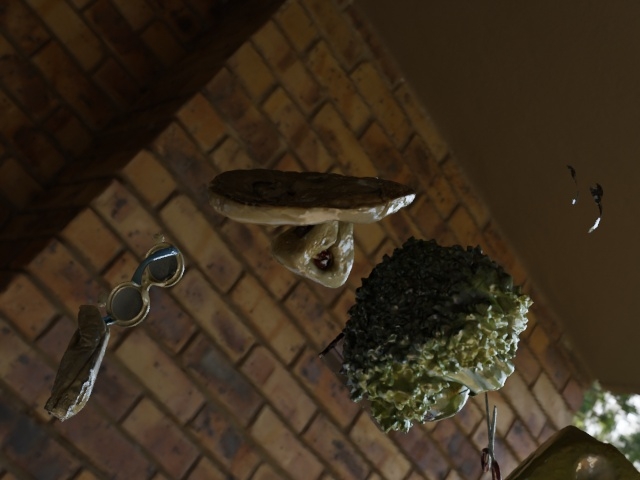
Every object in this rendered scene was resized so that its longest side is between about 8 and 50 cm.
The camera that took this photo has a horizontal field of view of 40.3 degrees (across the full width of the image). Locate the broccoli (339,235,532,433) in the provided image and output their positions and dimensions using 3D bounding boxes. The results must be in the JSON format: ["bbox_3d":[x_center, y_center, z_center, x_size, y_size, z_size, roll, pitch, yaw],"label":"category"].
[{"bbox_3d":[0.206,0.148,1.467,0.348,0.293,0.281,-30,-61,30],"label":"broccoli"}]

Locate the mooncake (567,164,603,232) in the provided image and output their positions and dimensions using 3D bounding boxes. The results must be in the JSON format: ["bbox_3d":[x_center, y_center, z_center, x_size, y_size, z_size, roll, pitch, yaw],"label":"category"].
[{"bbox_3d":[0.327,-0.180,0.946,0.057,0.150,0.346,22,-44,21],"label":"mooncake"}]

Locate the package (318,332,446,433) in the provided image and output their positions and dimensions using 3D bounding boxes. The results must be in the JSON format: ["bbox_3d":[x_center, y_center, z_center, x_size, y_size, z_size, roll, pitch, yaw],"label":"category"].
[{"bbox_3d":[0.151,0.214,1.674,0.204,0.251,0.062,50,2,1],"label":"package"}]

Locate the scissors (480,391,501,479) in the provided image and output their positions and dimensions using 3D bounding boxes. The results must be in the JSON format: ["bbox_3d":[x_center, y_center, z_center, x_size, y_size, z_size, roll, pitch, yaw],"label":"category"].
[{"bbox_3d":[0.452,0.531,2.318,0.144,0.017,0.247,-117,-158,-72],"label":"scissors"}]

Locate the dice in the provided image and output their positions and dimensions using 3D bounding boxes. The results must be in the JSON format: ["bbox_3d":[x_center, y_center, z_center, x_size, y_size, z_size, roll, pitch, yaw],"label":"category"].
[{"bbox_3d":[0.350,0.420,1.223,0.233,0.227,0.238,46,-15,17],"label":"dice"}]

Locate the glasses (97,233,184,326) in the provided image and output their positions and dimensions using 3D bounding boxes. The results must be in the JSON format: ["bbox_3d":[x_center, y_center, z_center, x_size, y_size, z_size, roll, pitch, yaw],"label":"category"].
[{"bbox_3d":[-0.318,0.103,1.505,0.088,0.189,0.220,41,11,-14],"label":"glasses"}]

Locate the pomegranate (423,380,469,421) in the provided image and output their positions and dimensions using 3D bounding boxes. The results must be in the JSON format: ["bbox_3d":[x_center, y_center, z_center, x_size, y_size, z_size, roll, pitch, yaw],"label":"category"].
[{"bbox_3d":[0.226,0.268,1.800,0.180,0.209,0.180,14,-31,8],"label":"pomegranate"}]

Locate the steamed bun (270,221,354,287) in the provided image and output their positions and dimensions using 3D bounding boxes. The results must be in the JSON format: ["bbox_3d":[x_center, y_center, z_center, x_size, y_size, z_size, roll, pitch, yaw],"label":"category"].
[{"bbox_3d":[0.000,0.000,1.826,0.172,0.155,0.141,22,8,-34],"label":"steamed bun"}]

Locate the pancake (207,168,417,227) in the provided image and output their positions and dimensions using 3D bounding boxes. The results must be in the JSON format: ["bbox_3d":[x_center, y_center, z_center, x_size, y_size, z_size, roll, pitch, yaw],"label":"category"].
[{"bbox_3d":[-0.017,-0.077,1.573,0.387,0.387,0.082,10,-73,40],"label":"pancake"}]

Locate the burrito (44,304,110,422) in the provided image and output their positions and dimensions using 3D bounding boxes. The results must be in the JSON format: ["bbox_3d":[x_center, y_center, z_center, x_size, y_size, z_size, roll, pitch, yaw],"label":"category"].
[{"bbox_3d":[-0.344,0.177,1.249,0.058,0.229,0.063,13,-58,-10],"label":"burrito"}]
